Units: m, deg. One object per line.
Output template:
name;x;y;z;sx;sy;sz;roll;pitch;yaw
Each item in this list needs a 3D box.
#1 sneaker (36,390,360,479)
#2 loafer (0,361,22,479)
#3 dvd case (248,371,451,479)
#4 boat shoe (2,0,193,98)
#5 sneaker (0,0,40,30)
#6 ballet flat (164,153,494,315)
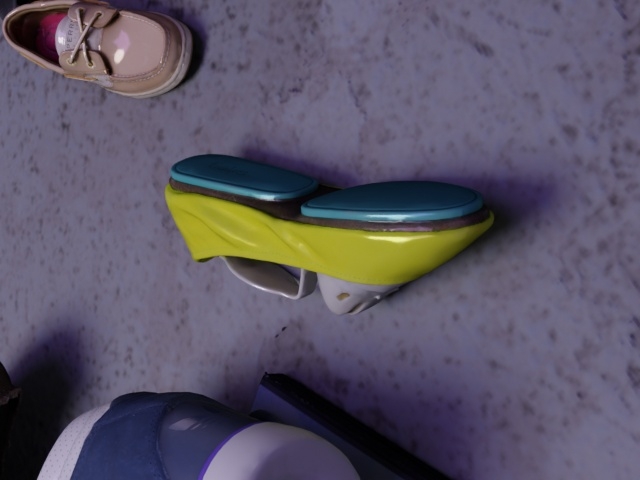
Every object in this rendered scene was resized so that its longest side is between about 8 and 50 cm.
sneaker;-0.079;0.243;0.557;0.236;0.130;0.323;-4;88;48
loafer;-0.273;0.240;0.752;0.130;0.134;0.366;26;114;11
dvd case;-0.006;0.227;0.581;0.180;0.022;0.253;27;102;38
boat shoe;-0.161;-0.137;0.720;0.170;0.059;0.063;12;93;39
sneaker;-0.276;-0.221;0.827;0.170;0.051;0.089;17;92;36
ballet flat;0.000;0.000;0.576;0.231;0.077;0.077;11;114;42
